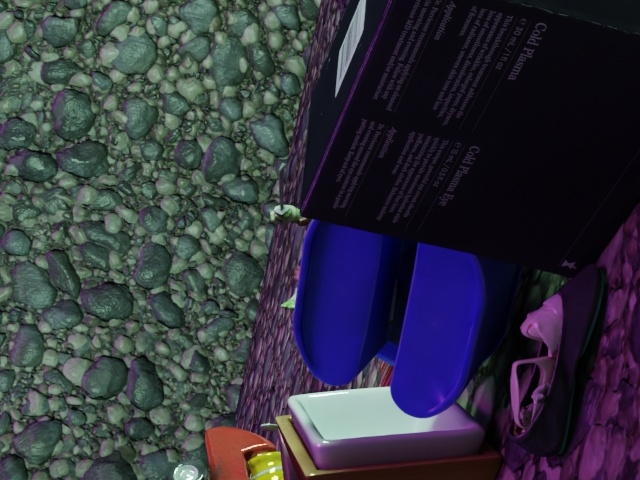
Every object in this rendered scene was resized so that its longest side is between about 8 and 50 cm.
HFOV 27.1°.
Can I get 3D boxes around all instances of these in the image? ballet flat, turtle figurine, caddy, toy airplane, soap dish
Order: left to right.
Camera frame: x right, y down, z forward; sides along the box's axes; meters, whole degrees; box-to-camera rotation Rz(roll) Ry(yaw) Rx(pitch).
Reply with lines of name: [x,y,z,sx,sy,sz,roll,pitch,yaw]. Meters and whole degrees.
toy airplane: [-0.023,0.437,1.953,0.384,0.272,0.386,65,158,-1]
turtle figurine: [0.000,0.000,2.450,0.275,0.198,0.266,145,133,-81]
soap dish: [0.075,0.264,1.633,0.291,0.229,0.118,-146,53,-79]
caddy: [0.108,0.039,1.560,0.179,0.241,0.341,-52,-23,-51]
ballet flat: [0.231,0.117,1.338,0.074,0.074,0.203,-158,81,-80]

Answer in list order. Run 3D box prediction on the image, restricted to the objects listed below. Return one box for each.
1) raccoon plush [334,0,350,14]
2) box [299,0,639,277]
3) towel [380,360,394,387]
raccoon plush: [0.098,-0.448,2.002,0.299,0.216,0.446,-41,9,15]
box: [0.176,-0.155,1.300,0.343,0.313,0.179,115,165,-49]
towel: [0.130,0.151,1.989,0.275,0.031,0.199,-87,14,-47]
